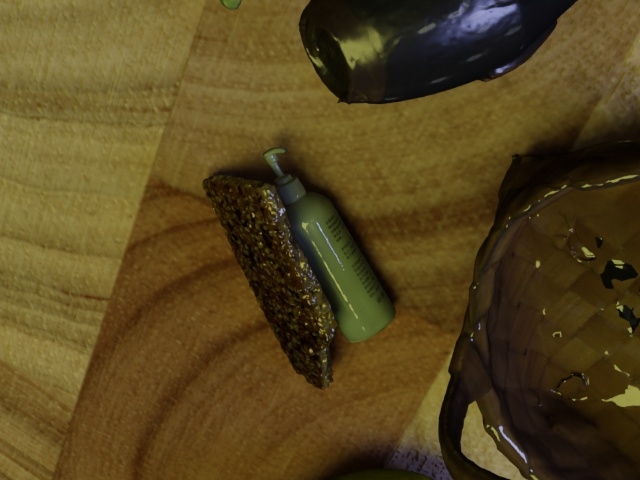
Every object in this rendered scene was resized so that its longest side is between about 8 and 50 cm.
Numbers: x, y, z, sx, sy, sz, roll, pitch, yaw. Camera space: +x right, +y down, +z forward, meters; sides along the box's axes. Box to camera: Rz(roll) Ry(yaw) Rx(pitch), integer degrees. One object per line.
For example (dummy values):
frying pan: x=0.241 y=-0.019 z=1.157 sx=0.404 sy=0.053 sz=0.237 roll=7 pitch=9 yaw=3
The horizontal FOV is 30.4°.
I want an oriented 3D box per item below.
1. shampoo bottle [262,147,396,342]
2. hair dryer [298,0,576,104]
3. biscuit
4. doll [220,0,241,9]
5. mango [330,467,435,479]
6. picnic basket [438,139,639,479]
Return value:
shampoo bottle: x=0.000 y=0.000 z=1.069 sx=0.056 sy=0.056 sz=0.195 roll=-21 pitch=109 yaw=31
hair dryer: x=0.093 y=-0.166 z=0.854 sx=0.120 sy=0.304 sz=0.359 roll=58 pitch=162 yaw=-2
biscuit: x=-0.032 y=0.047 z=1.086 sx=0.131 sy=0.026 sz=0.237 roll=19 pitch=137 yaw=60
doll: x=-0.023 y=-0.282 z=0.822 sx=0.236 sy=0.213 sz=0.213 roll=-8 pitch=118 yaw=42
mango: x=0.031 y=0.322 z=1.209 sx=0.293 sy=0.143 sz=0.175 roll=-19 pitch=110 yaw=41
picnic basket: x=0.235 y=0.109 z=0.878 sx=0.293 sy=0.337 sz=0.337 roll=-1 pitch=119 yaw=23
